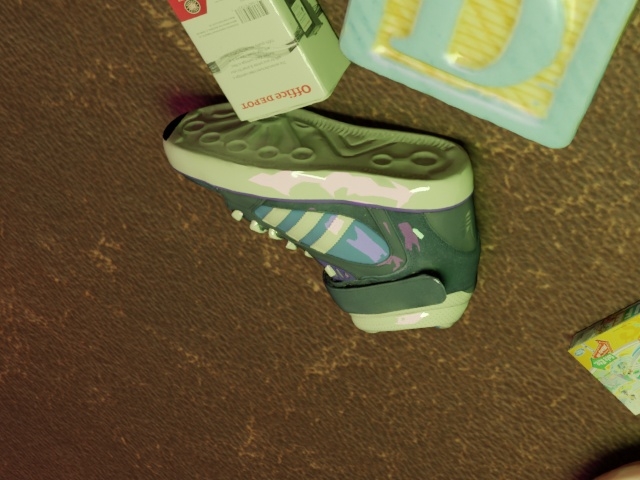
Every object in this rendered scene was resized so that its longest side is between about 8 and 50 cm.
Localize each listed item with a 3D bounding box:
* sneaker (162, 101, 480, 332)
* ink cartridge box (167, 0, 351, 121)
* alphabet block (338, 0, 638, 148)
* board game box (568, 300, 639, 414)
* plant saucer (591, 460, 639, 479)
[{"bbox_3d":[0.001,0.000,1.269,0.323,0.130,0.236,10,128,16],"label":"sneaker"},{"bbox_3d":[-0.058,-0.197,1.177,0.109,0.063,0.150,-11,122,37],"label":"ink cartridge box"},{"bbox_3d":[0.150,-0.220,0.937,0.193,0.197,0.192,26,137,8],"label":"alphabet block"},{"bbox_3d":[0.336,0.106,1.245,0.103,0.026,0.154,42,136,-10],"label":"board game box"},{"bbox_3d":[0.426,0.344,1.365,0.332,0.084,0.332,16,135,17],"label":"plant saucer"}]
